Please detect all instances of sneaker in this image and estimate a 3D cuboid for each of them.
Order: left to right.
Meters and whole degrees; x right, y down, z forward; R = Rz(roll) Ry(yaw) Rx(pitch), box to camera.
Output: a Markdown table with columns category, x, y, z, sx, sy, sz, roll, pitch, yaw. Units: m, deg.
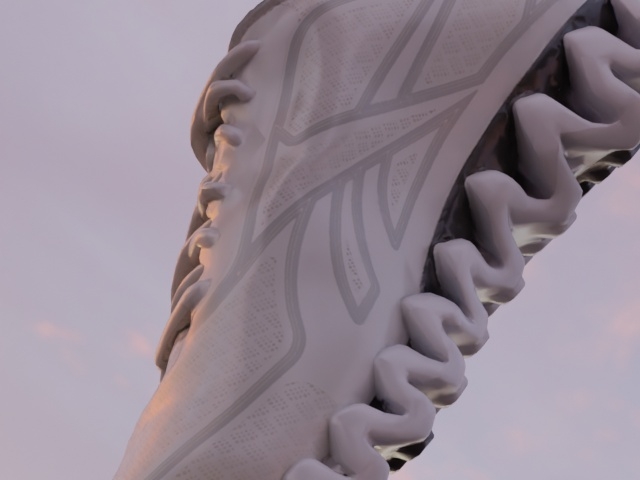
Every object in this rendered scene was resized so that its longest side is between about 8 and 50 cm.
| category | x | y | z | sx | sy | sz | roll | pitch | yaw |
| --- | --- | --- | --- | --- | --- | --- | --- | --- | --- |
| sneaker | 0.000 | 0.000 | 0.533 | 0.118 | 0.292 | 0.110 | 39 | -32 | -2 |
